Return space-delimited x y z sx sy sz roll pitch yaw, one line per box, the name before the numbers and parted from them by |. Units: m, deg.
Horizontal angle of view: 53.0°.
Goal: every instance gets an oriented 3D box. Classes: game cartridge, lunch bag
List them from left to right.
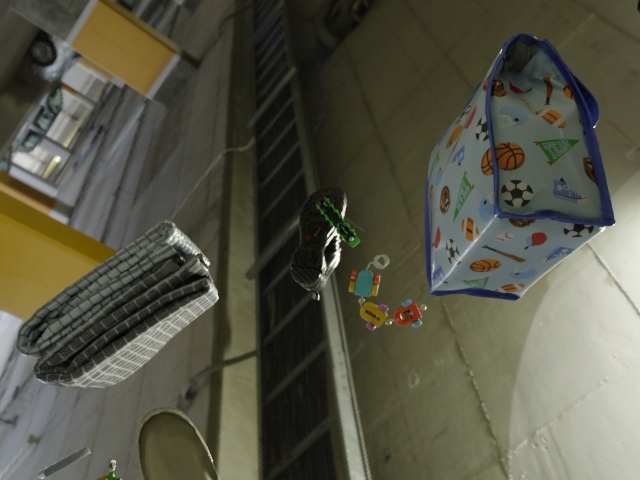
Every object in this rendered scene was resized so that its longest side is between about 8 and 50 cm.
game cartridge | -0.453 0.392 1.135 0.083 0.017 0.056 -23 177 -41
lunch bag | 0.332 -0.127 1.160 0.328 0.239 0.385 115 -22 -59

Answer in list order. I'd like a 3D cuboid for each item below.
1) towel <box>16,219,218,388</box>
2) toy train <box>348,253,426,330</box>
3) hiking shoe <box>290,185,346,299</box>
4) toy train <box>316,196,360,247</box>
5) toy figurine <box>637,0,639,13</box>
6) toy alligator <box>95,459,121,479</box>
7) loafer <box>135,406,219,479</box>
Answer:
towel | -0.286 0.116 0.987 0.284 0.121 0.235 -36 169 -10
toy train | 0.131 0.113 1.303 0.125 0.166 0.046 -30 -176 8
hiking shoe | 0.000 0.000 1.275 0.086 0.114 0.227 11 -115 17
toy train | 0.019 -0.021 0.719 0.017 0.023 0.083 -39 -138 3
toy figurine | 0.567 -0.441 0.943 0.209 0.213 0.148 105 -21 -53
toy alligator | -0.415 0.492 1.268 0.051 0.056 0.189 -12 -162 2
loafer | -0.178 0.342 0.864 0.268 0.102 0.092 62 -25 26
